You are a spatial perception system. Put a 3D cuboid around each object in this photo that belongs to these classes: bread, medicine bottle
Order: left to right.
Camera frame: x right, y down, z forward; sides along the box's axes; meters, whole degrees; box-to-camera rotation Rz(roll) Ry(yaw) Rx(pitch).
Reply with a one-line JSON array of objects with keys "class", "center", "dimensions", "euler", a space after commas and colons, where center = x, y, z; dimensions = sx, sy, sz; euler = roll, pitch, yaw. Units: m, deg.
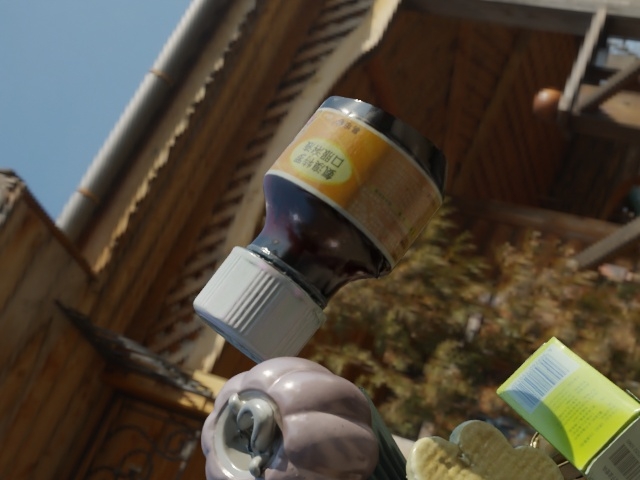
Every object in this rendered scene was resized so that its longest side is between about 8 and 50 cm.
[{"class": "medicine bottle", "center": [0.000, 0.000, 1.628], "dimensions": [0.395, 0.242, 0.242], "euler": [-56, -32, -13]}, {"class": "bread", "center": [0.231, 0.389, 1.493], "dimensions": [0.316, 0.316, 0.054], "euler": [-48, -4, -43]}, {"class": "medicine bottle", "center": [0.402, 0.272, 1.684], "dimensions": [0.141, 0.250, 0.137], "euler": [-43, -59, -1]}]

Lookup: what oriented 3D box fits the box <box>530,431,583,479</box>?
[{"class": "box", "center": [0.446, 0.350, 1.946], "dimensions": [0.111, 0.177, 0.111], "euler": [34, -144, -29]}]

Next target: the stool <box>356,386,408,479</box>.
[{"class": "stool", "center": [0.040, 0.444, 1.738], "dimensions": [0.297, 0.330, 0.297], "euler": [-32, -18, -12]}]

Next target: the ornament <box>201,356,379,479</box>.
[{"class": "ornament", "center": [-0.036, 0.205, 1.121], "dimensions": [0.177, 0.177, 0.177], "euler": [-35, -48, -52]}]
